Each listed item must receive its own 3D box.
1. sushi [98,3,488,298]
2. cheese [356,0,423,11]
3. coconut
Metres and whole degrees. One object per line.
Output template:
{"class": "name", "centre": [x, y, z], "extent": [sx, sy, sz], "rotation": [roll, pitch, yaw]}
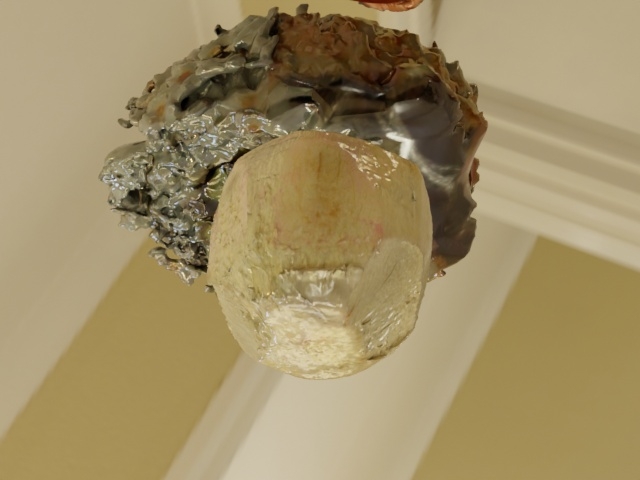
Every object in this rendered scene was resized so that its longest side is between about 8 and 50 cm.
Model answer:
{"class": "sushi", "centre": [-0.028, -0.068, 1.295], "extent": [0.417, 0.418, 0.175], "rotation": [90, -175, -46]}
{"class": "cheese", "centre": [-0.006, -0.282, 0.909], "extent": [0.129, 0.329, 0.217], "rotation": [-31, -49, -22]}
{"class": "coconut", "centre": [0.001, 0.002, 0.940], "extent": [0.194, 0.194, 0.194], "rotation": [-53, -25, -38]}
